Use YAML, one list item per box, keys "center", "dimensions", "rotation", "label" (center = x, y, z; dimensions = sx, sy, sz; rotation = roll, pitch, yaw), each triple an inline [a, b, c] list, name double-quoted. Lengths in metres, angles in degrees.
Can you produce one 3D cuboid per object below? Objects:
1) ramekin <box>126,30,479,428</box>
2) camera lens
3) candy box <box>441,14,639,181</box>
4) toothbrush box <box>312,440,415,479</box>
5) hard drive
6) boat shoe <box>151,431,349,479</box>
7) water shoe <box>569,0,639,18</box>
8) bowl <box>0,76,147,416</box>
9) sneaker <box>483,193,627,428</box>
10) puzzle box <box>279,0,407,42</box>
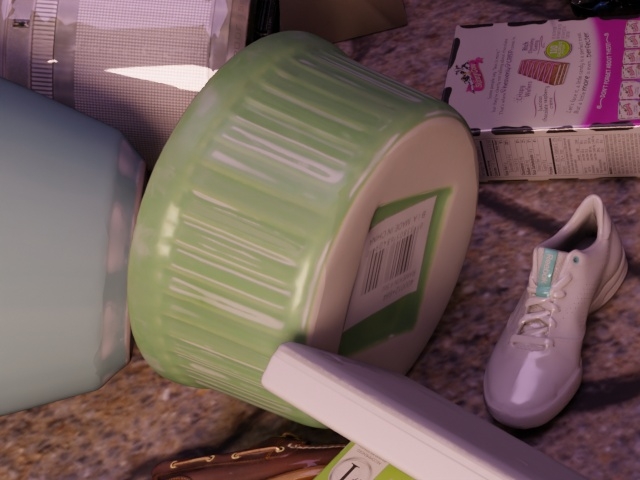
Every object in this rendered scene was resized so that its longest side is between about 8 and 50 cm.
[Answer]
- center: [0.000, 0.000, 1.170]
  dimensions: [0.148, 0.303, 0.303]
  rotation: [23, 57, 27]
  label: "ramekin"
- center: [-0.182, -0.177, 1.421]
  dimensions: [0.274, 0.219, 0.219]
  rotation: [4, 46, 2]
  label: "camera lens"
- center: [0.234, -0.133, 1.381]
  dimensions: [0.233, 0.071, 0.159]
  rotation: [0, 47, 17]
  label: "candy box"
- center: [0.019, 0.299, 0.985]
  dimensions: [0.206, 0.122, 0.283]
  rotation: [28, 61, 38]
  label: "toothbrush box"
- center: [0.129, 0.165, 1.018]
  dimensions: [0.307, 0.203, 0.040]
  rotation: [28, 93, 31]
  label: "hard drive"
- center: [-0.038, 0.183, 1.152]
  dimensions: [0.207, 0.073, 0.073]
  rotation: [-10, 46, 8]
  label: "boat shoe"
- center: [0.293, -0.252, 1.497]
  dimensions: [0.203, 0.073, 0.080]
  rotation: [32, 84, 43]
  label: "water shoe"
- center: [-0.235, 0.013, 1.262]
  dimensions: [0.163, 0.311, 0.311]
  rotation: [5, 45, -6]
  label: "bowl"
- center: [0.184, 0.051, 1.197]
  dimensions: [0.080, 0.094, 0.212]
  rotation: [12, 52, 26]
  label: "sneaker"
- center: [-0.135, -0.295, 1.519]
  dimensions: [0.409, 0.272, 0.052]
  rotation: [-12, 44, 5]
  label: "puzzle box"
